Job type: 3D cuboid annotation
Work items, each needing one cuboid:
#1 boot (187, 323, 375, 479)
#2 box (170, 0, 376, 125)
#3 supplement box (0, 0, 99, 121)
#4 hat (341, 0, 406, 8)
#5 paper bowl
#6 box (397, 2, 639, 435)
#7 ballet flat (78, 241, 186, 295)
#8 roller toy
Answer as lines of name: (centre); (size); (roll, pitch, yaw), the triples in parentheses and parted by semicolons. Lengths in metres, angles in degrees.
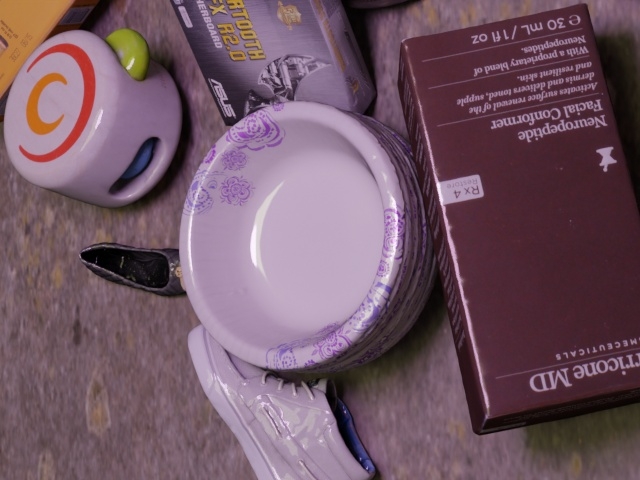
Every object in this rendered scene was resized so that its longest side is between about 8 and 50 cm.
boot: (-0.037, 0.178, 1.826); (0.123, 0.095, 0.258); (-36, 75, 18)
box: (-0.060, -0.234, 1.812); (0.183, 0.056, 0.231); (2, 130, 33)
supplement box: (-0.359, -0.248, 2.014); (0.078, 0.080, 0.233); (46, 110, 8)
hat: (0.020, -0.409, 1.755); (0.331, 0.134, 0.331); (0, 91, 10)
paper bowl: (0.000, 0.000, 1.775); (0.284, 0.148, 0.284); (-3, 84, 33)
box: (0.202, -0.020, 1.611); (0.191, 0.143, 0.381); (-12, 78, -2)
ballet flat: (-0.212, 0.034, 1.967); (0.173, 0.049, 0.057); (5, 89, 33)
roller toy: (-0.266, -0.140, 1.964); (0.209, 0.146, 0.191); (-6, 73, 39)
